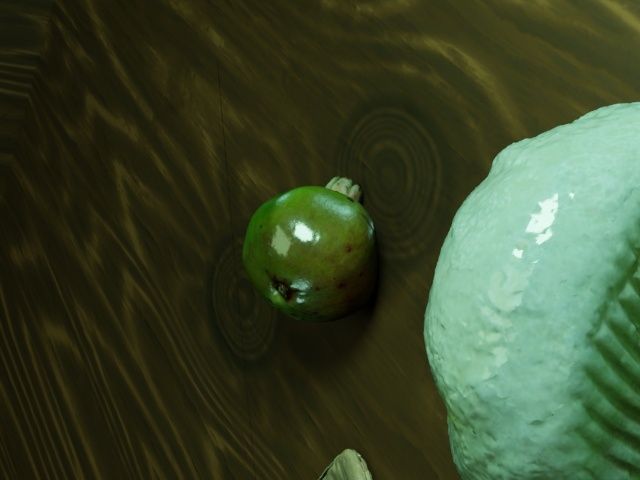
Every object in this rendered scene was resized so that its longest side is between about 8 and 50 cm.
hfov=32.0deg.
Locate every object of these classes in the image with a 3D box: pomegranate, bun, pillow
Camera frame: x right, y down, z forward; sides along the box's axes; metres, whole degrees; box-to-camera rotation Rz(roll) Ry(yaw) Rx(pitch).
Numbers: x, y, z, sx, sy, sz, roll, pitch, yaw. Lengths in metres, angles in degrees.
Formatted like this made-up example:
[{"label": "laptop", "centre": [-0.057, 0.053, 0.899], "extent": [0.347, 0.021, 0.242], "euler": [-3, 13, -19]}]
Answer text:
[{"label": "pomegranate", "centre": [0.000, 0.000, 1.424], "extent": [0.180, 0.180, 0.209], "euler": [-42, 14, 46]}, {"label": "bun", "centre": [0.225, 0.056, 0.893], "extent": [0.211, 0.362, 0.361], "euler": [21, 102, 54]}, {"label": "pillow", "centre": [0.010, 0.369, 1.451], "extent": [0.211, 0.034, 0.135], "euler": [-50, 42, 39]}]
